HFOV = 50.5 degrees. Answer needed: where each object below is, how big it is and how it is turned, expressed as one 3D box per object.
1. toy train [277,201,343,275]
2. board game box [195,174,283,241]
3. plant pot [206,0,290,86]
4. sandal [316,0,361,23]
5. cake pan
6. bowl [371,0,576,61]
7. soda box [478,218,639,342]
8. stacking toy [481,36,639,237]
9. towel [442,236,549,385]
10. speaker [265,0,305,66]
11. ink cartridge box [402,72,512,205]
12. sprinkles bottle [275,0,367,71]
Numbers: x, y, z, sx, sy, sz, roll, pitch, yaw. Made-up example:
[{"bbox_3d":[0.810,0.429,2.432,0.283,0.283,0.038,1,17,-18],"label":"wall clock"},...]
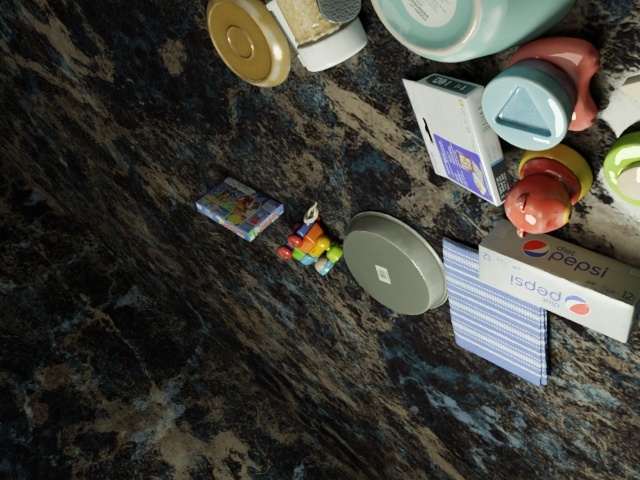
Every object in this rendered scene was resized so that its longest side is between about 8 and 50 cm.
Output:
[{"bbox_3d":[0.000,0.000,1.699,0.143,0.105,0.248,37,152,-5],"label":"toy train"},{"bbox_3d":[-0.218,-0.090,1.826,0.201,0.136,0.035,30,147,29],"label":"board game box"},{"bbox_3d":[-0.162,-0.424,1.437,0.236,0.032,0.236,34,150,23],"label":"plant pot"},{"bbox_3d":[0.013,-0.473,1.060,0.054,0.097,0.255,-102,9,-59],"label":"sandal"},{"bbox_3d":[0.166,0.063,1.598,0.293,0.054,0.293,33,149,23],"label":"cake pan"},{"bbox_3d":[0.179,-0.370,0.918,0.311,0.163,0.312,33,148,24],"label":"bowl"},{"bbox_3d":[0.428,0.066,1.212,0.286,0.091,0.098,24,143,34],"label":"soda box"},{"bbox_3d":[0.374,-0.123,0.979,0.279,0.130,0.309,16,145,42],"label":"stacking toy"},{"bbox_3d":[0.380,0.155,1.459,0.243,0.040,0.336,24,143,39],"label":"towel"},{"bbox_3d":[-0.044,-0.401,1.286,0.055,0.055,0.136,-6,123,55],"label":"speaker"},{"bbox_3d":[0.236,-0.183,1.172,0.206,0.045,0.208,65,169,-29],"label":"ink cartridge box"},{"bbox_3d":[-0.046,-0.467,1.135,0.121,0.121,0.356,4,130,51],"label":"sprinkles bottle"}]
